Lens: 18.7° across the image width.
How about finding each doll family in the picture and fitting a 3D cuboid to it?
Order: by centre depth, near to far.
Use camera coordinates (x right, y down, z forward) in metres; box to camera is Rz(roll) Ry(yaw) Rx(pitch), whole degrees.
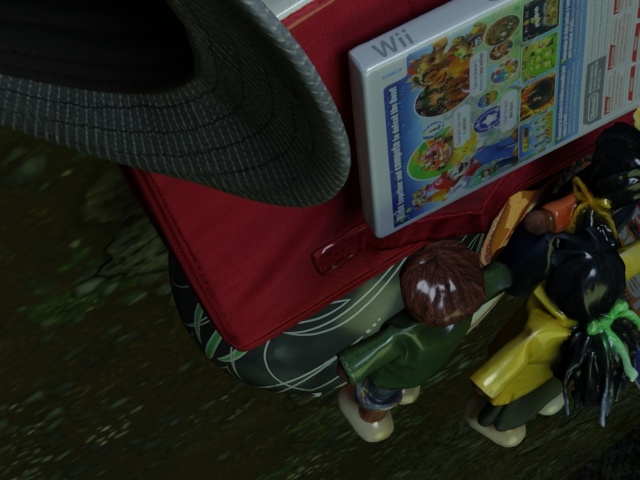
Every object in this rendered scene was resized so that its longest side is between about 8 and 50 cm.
[{"bbox_3d":[0.091,0.006,0.621,0.193,0.076,0.111,-40,165,-27],"label":"doll family"}]

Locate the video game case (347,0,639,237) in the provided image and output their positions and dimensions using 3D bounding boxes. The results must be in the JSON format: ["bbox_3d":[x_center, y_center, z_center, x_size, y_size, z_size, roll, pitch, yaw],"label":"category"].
[{"bbox_3d":[0.065,-0.052,0.566,0.122,0.011,0.087,-27,151,-12],"label":"video game case"}]

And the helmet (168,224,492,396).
[{"bbox_3d":[0.000,0.000,1.037,0.161,0.169,0.169,-40,171,-36],"label":"helmet"}]

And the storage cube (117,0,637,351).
[{"bbox_3d":[-0.008,-0.110,0.627,0.183,0.215,0.193,-30,157,-4],"label":"storage cube"}]

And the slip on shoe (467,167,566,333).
[{"bbox_3d":[0.098,-0.031,1.227,0.331,0.123,0.101,-36,146,7],"label":"slip on shoe"}]

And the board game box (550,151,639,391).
[{"bbox_3d":[0.284,-0.061,1.071,0.232,0.141,0.291,-22,159,-20],"label":"board game box"}]

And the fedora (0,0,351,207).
[{"bbox_3d":[-0.098,-0.121,0.417,0.124,0.275,0.244,-67,156,-13],"label":"fedora"}]
